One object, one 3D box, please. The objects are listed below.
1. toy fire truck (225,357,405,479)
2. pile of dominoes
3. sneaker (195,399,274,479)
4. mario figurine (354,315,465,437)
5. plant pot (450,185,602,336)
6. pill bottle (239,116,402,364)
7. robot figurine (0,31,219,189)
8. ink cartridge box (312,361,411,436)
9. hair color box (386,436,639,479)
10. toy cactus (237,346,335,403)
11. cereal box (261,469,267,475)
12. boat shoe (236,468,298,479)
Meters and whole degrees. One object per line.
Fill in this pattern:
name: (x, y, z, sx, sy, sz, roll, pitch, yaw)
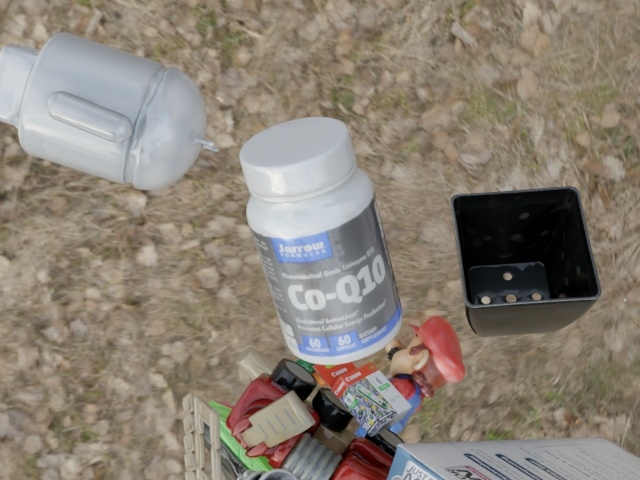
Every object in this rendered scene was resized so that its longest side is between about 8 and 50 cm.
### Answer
toy fire truck: (-0.008, 0.241, 1.163, 0.217, 0.246, 0.158, 36, 100, 7)
pile of dominoes: (-0.175, 0.368, 1.606, 0.040, 0.196, 0.251, -4, 99, -22)
sneaker: (-0.111, 0.515, 1.820, 0.202, 0.185, 0.482, -29, 90, 5)
mario figurine: (0.117, 0.260, 1.767, 0.170, 0.198, 0.320, 40, 79, -6)
plant pot: (0.289, 0.049, 1.485, 0.188, 0.167, 0.187, -4, 58, 0)
pill bottle: (0.000, 0.000, 0.607, 0.078, 0.078, 0.137, -6, 121, 16)
robot figurine: (-0.331, -0.199, 1.573, 0.354, 0.300, 0.199, 18, 103, -2)
ink cartridge box: (0.050, 0.179, 1.226, 0.115, 0.063, 0.029, 48, 130, 21)
hair color box: (0.235, 0.281, 0.998, 0.174, 0.347, 0.105, 26, 103, 47)
toy cactus: (-0.059, 0.239, 1.681, 0.219, 0.112, 0.180, -38, 109, 26)
cereal box: (-0.130, 0.370, 1.253, 0.173, 0.240, 0.047, -44, 82, -3)
boat shoe: (-0.044, 0.249, 0.910, 0.258, 0.095, 0.084, -4, 74, 54)
